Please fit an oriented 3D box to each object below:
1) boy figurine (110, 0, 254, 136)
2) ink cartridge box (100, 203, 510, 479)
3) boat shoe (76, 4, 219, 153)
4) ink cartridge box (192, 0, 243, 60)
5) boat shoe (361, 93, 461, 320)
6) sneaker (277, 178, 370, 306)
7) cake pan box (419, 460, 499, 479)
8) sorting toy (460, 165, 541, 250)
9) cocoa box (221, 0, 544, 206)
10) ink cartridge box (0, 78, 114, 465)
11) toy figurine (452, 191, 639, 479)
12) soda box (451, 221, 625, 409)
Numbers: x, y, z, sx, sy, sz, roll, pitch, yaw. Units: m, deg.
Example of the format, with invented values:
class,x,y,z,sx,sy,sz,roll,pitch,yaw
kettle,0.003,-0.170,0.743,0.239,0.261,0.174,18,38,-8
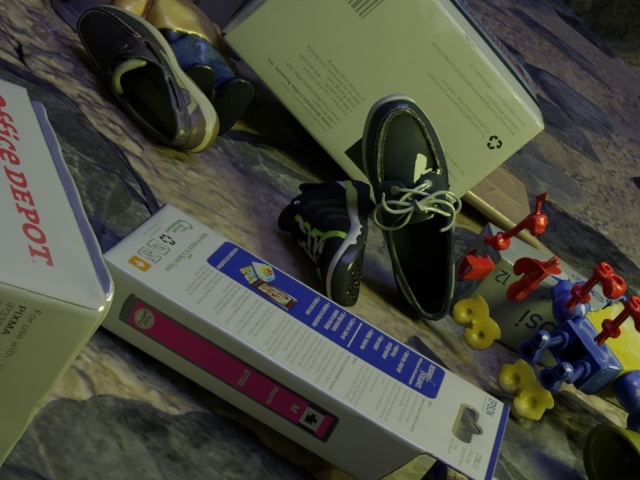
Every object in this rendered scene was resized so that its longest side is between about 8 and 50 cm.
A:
class,x,y,z,sx,sy,sz,roll,pitch,yaw
boy figurine,-0.187,-0.248,1.737,0.177,0.092,0.285,16,28,-41
ink cartridge box,-0.016,0.102,1.249,0.371,0.069,0.176,29,20,4
boat shoe,-0.201,-0.185,1.596,0.223,0.080,0.073,49,19,19
ink cartridge box,-0.109,-0.338,1.968,0.090,0.143,0.092,30,22,-15
boat shoe,0.101,-0.032,1.557,0.095,0.254,0.079,-9,26,-6
sneaker,0.000,0.000,1.552,0.097,0.084,0.234,7,24,0
cake pan box,0.181,0.307,1.157,0.246,0.070,0.267,35,20,-6
sorting toy,0.224,-0.081,2.052,0.193,0.038,0.208,35,23,-20
cocoa box,0.083,-0.226,1.809,0.347,0.231,0.228,47,18,-13
ink cartridge box,-0.358,-0.031,0.919,0.385,0.160,0.279,20,27,-35
toy figurine,0.336,0.125,1.550,0.217,0.191,0.362,-1,47,-46
soda box,0.292,0.096,1.727,0.286,0.098,0.091,28,24,-18
